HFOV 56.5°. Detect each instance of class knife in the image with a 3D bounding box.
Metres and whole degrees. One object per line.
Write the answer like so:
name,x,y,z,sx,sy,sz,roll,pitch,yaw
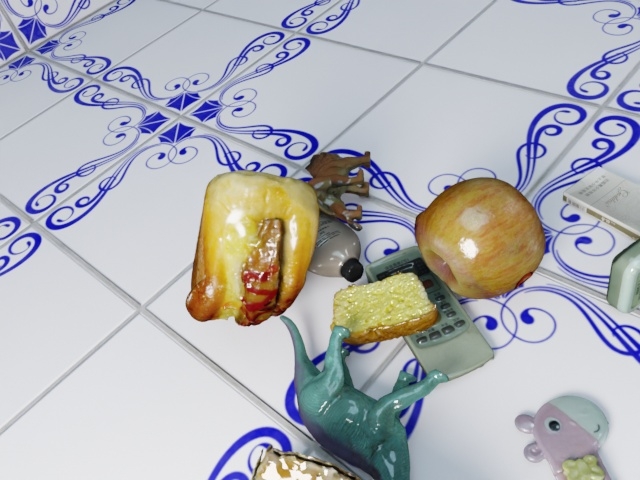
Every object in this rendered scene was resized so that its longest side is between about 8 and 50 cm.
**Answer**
knife,0.373,0.376,0.758,0.132,0.038,0.399,-16,45,5

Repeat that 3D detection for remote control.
remote control,0.607,-0.011,0.998,0.335,0.128,0.065,-32,47,-15
remote control,0.186,0.125,1.056,0.123,0.038,0.285,-22,45,-5

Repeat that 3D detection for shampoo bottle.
shampoo bottle,0.000,0.000,1.204,0.127,0.078,0.257,-29,43,-17

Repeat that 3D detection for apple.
apple,0.277,-0.003,1.037,0.188,0.211,0.211,-35,47,-7

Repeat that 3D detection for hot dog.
hot dog,-0.129,0.040,1.038,0.185,0.405,0.223,9,74,-11

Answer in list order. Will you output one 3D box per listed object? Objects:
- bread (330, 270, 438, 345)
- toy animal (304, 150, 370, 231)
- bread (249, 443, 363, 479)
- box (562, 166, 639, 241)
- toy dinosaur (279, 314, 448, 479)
bread,0.109,0.119,1.025,0.187,0.065,0.103,-20,48,17
toy animal,0.027,-0.122,1.277,0.157,0.097,0.312,0,26,11
bread,0.016,0.419,0.743,0.315,0.279,0.248,28,66,-1
box,0.576,-0.066,1.132,0.109,0.029,0.198,-33,46,-16
toy dinosaur,0.014,0.310,0.901,0.383,0.129,0.331,16,62,30
